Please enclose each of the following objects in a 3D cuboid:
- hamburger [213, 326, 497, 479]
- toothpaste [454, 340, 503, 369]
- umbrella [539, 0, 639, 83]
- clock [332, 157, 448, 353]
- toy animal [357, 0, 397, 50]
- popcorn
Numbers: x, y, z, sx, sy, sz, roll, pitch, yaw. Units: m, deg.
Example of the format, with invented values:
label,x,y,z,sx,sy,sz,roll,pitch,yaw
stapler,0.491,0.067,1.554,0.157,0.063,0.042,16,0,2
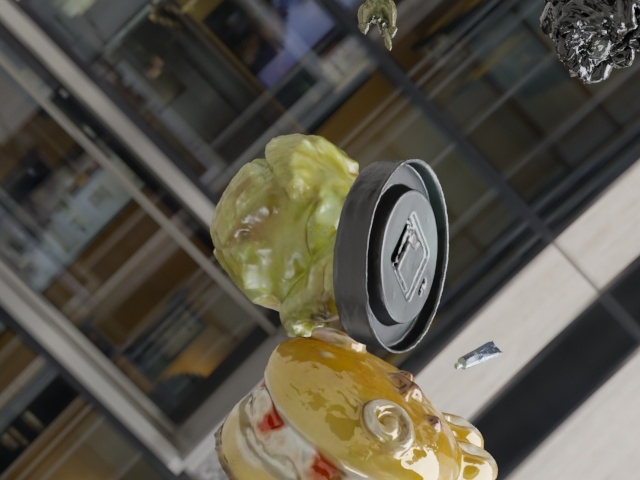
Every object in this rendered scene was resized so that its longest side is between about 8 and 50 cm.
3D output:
label,x,y,z,sx,sy,sz,roll,pitch,yaw
hamburger,0.050,0.234,1.557,0.186,0.302,0.261,-51,-161,13
toothpaste,0.224,0.166,1.975,0.083,0.027,0.019,-21,150,-32
umbrella,0.305,-0.312,1.500,0.336,0.128,0.154,-80,172,-46
clock,0.067,0.013,1.295,0.040,0.184,0.184,6,-142,28
toy animal,0.067,-0.314,1.724,0.069,0.086,0.220,-11,-131,1
popcorn,0.000,0.007,1.720,0.225,0.276,0.276,-55,-172,9
